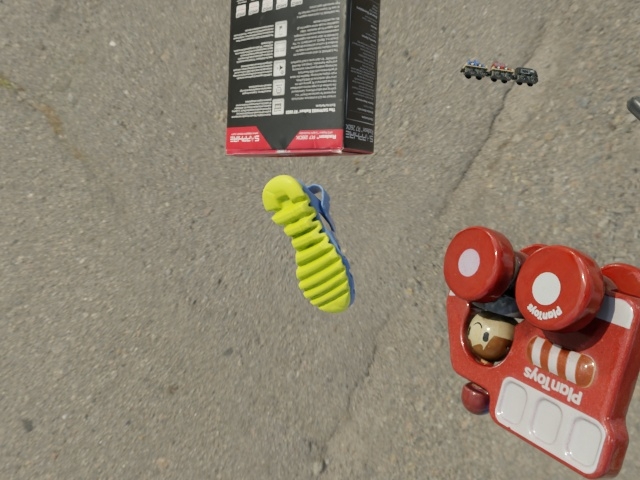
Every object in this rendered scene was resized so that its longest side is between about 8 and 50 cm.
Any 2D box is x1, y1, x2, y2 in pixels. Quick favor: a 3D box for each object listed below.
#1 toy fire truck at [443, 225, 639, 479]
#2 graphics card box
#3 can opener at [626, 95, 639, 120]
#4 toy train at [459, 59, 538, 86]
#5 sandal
[{"bbox_3d":[0.270,0.129,0.818,0.169,0.302,0.254,13,94,-34],"label":"toy fire truck"},{"bbox_3d":[-0.029,-0.311,0.945,0.232,0.094,0.371,4,95,37],"label":"graphics card box"},{"bbox_3d":[0.498,-0.140,0.860,0.059,0.186,0.073,5,127,-42],"label":"can opener"},{"bbox_3d":[0.347,-0.327,1.223,0.158,0.027,0.036,5,74,-9],"label":"toy train"},{"bbox_3d":[0.000,0.000,1.341,0.126,0.138,0.318,-16,98,31],"label":"sandal"}]
